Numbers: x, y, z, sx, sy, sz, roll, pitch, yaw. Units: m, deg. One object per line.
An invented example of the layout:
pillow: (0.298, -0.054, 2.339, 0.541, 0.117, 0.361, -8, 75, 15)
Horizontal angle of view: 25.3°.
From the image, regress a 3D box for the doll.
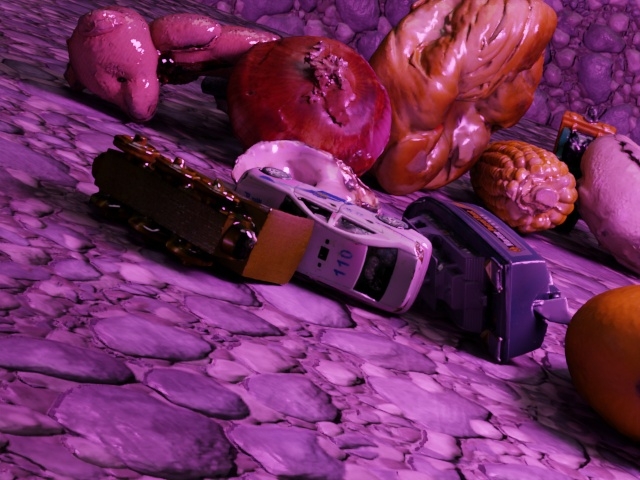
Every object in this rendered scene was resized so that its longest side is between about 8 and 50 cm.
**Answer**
doll: (-0.199, -0.233, 1.964, 0.303, 0.156, 0.201, 4, -17, -14)

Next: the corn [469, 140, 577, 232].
corn: (0.305, -0.090, 2.199, 0.130, 0.130, 0.347, 18, 9, -8)

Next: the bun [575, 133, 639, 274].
bun: (0.465, -0.046, 2.147, 0.239, 0.141, 0.239, 52, 11, -14)

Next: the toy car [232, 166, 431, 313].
toy car: (0.000, 0.000, 1.466, 0.224, 0.090, 0.076, 23, 18, 15)

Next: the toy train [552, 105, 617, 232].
toy train: (0.407, -0.107, 2.295, 0.091, 0.228, 0.136, 22, 43, 14)

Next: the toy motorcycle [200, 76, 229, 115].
toy motorcycle: (-0.035, -0.203, 2.189, 0.223, 0.108, 0.340, 14, 3, 24)

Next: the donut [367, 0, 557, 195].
donut: (0.195, -0.226, 2.097, 0.170, 0.360, 0.360, 43, 21, 20)

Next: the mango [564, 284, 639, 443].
mango: (0.332, 0.118, 1.387, 0.195, 0.142, 0.331, 26, 6, 8)

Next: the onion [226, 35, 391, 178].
onion: (-0.003, -0.183, 1.889, 0.230, 0.230, 0.163, 13, -26, -26)

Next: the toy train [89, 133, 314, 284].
toy train: (-0.127, -0.033, 1.428, 0.225, 0.090, 0.137, 29, 9, 36)

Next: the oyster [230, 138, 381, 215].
oyster: (-0.019, -0.053, 1.715, 0.191, 0.081, 0.163, 17, 40, -5)

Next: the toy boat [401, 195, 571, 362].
toy boat: (0.146, 0.025, 1.530, 0.122, 0.114, 0.296, -6, 21, -18)
